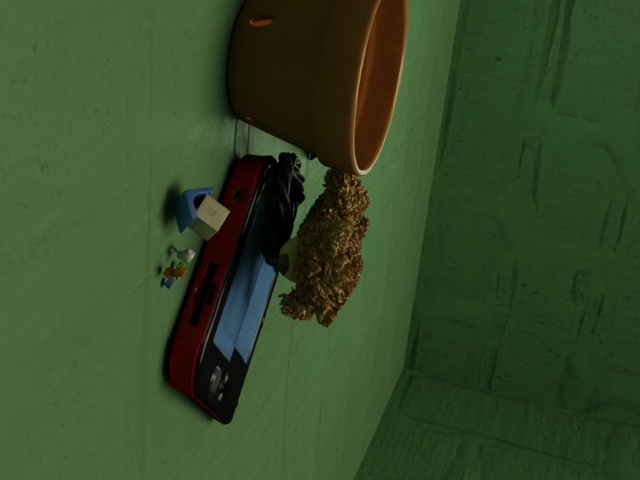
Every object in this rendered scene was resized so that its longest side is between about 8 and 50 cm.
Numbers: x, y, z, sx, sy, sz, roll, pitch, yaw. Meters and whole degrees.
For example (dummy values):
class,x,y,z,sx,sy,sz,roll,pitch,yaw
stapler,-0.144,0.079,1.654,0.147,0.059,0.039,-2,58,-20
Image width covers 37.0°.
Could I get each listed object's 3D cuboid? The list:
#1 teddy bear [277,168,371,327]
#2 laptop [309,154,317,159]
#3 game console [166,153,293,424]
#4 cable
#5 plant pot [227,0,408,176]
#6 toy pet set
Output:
class,x,y,z,sx,sy,sz,roll,pitch,yaw
teddy bear,0.000,0.000,1.471,0.245,0.113,0.338,-57,-172,36
laptop,-0.017,-0.291,1.720,0.264,0.137,0.234,23,78,-50
game console,-0.125,0.083,1.528,0.342,0.060,0.386,67,38,-67
cable,-0.050,-0.059,1.487,0.150,0.047,0.184,-62,162,-52
plant pot,-0.005,-0.256,1.394,0.291,0.204,0.290,14,90,-76
toy pet set,-0.179,-0.017,1.267,0.114,0.065,0.122,-38,-161,50
